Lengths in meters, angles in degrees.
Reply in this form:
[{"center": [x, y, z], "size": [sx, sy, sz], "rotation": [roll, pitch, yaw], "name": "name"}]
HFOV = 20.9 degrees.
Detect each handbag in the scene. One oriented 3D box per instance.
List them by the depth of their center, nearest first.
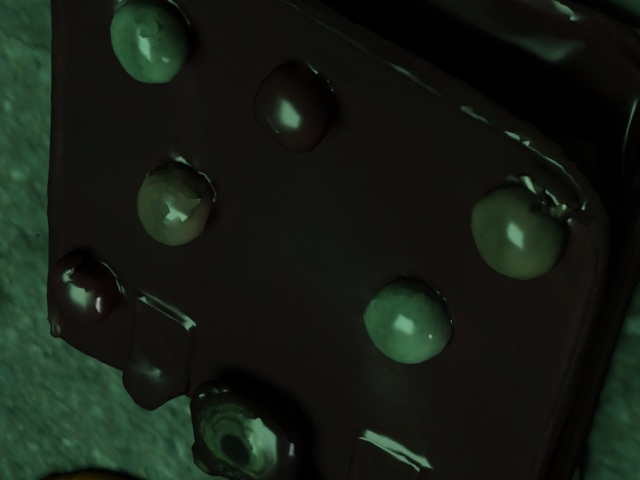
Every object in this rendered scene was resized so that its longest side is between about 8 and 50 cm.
[{"center": [-0.002, 0.001, 0.557], "size": [0.203, 0.074, 0.216], "rotation": [30, 134, 21], "name": "handbag"}]

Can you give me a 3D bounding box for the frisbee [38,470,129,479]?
[{"center": [-0.077, 0.190, 0.782], "size": [0.192, 0.035, 0.192], "rotation": [20, 129, 27], "name": "frisbee"}]
